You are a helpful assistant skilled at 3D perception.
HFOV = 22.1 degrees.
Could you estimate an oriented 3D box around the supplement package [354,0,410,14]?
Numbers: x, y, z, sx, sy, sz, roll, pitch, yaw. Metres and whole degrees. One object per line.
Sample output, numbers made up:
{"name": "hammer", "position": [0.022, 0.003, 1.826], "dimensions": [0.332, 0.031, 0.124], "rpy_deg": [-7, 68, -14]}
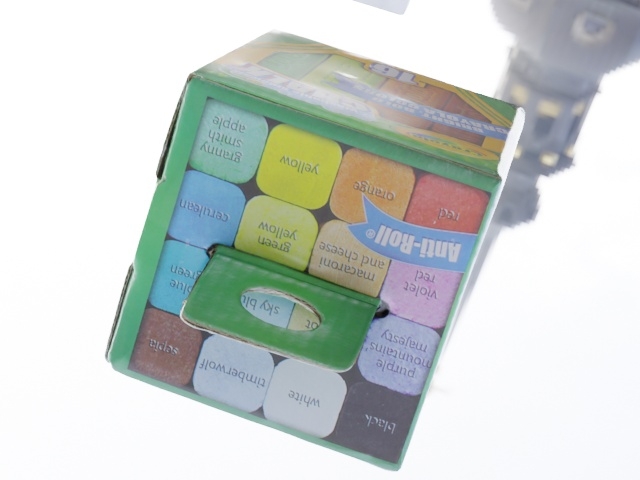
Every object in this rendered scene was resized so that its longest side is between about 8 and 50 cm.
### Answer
{"name": "supplement package", "position": [-0.065, -0.257, 0.737], "dimensions": [0.293, 0.175, 0.177], "rpy_deg": [15, -129, -7]}

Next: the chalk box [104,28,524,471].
{"name": "chalk box", "position": [0.000, 0.000, 0.935], "dimensions": [0.180, 0.179, 0.289], "rpy_deg": [19, -165, 4]}
